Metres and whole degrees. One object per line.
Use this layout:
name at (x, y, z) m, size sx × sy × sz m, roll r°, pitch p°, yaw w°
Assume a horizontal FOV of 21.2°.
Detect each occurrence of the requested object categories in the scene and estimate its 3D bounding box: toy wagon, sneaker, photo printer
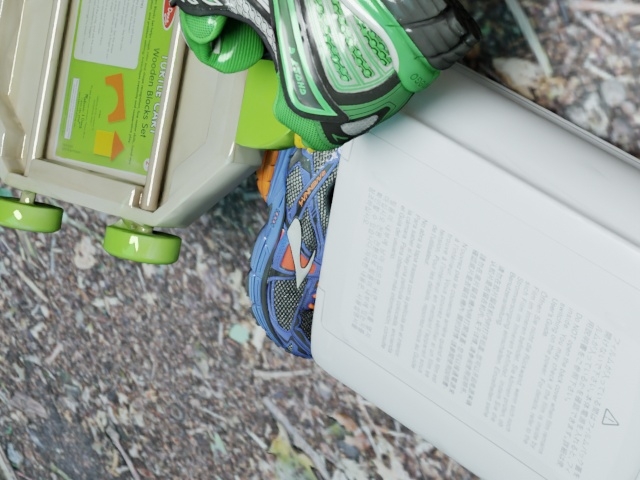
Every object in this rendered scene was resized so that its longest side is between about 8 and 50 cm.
toy wagon at (-0.117, -0.120, 1.225) m, size 0.344 × 0.068 × 0.267 m, roll 14°, pitch 97°, yaw 33°
sneaker at (0.000, 0.000, 1.261) m, size 0.087 × 0.083 × 0.221 m, roll 20°, pitch 129°, yaw 26°
sneaker at (-0.058, -0.200, 1.077) m, size 0.146 × 0.134 × 0.343 m, roll -43°, pitch 62°, yaw 8°
photo printer at (0.143, 0.047, 1.125) m, size 0.307 × 0.107 × 0.256 m, roll 32°, pitch 130°, yaw 31°
